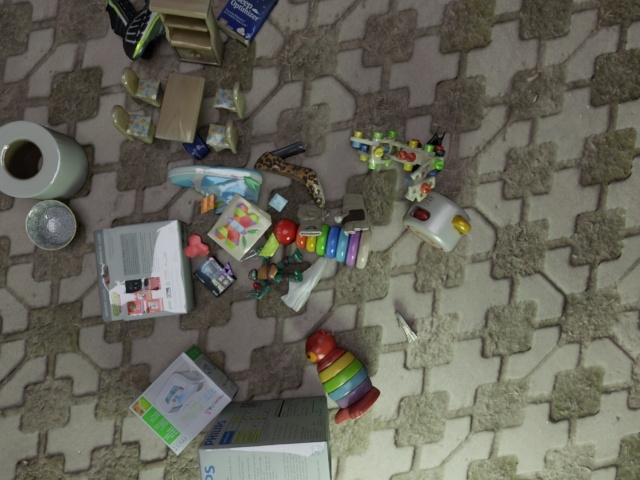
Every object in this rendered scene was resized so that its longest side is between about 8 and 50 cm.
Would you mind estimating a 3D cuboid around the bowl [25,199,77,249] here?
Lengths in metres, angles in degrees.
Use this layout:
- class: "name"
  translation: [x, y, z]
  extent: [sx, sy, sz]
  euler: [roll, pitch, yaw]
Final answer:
- class: "bowl"
  translation: [-0.903, -0.053, 1.480]
  extent: [0.170, 0.080, 0.169]
  euler: [0, 91, 0]

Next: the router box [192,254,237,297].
- class: "router box"
  translation: [-0.367, 0.125, 1.500]
  extent: [0.122, 0.038, 0.092]
  euler: [45, 92, -1]

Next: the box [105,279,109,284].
- class: "box"
  translation: [-0.672, 0.170, 1.509]
  extent: [0.094, 0.027, 0.137]
  euler: [-42, 91, 2]

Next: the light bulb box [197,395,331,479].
- class: "light bulb box"
  translation: [-0.150, 0.666, 1.353]
  extent: [0.362, 0.358, 0.225]
  euler: [-5, 89, 2]

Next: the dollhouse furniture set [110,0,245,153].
- class: "dollhouse furniture set"
  translation: [-0.430, -0.510, 1.340]
  extent: [0.363, 0.256, 0.393]
  euler: [8, 79, 0]

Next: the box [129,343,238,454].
- class: "box"
  translation: [-0.458, 0.535, 1.469]
  extent: [0.262, 0.127, 0.231]
  euler: [-45, 89, 0]

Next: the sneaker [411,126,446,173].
- class: "sneaker"
  translation: [0.367, -0.297, 1.460]
  extent: [0.051, 0.089, 0.170]
  euler: [29, 91, 0]

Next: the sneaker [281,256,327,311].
- class: "sneaker"
  translation: [-0.061, 0.135, 1.485]
  extent: [0.094, 0.080, 0.212]
  euler: [33, 92, 12]

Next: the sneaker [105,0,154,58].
- class: "sneaker"
  translation: [-0.657, -0.722, 1.478]
  extent: [0.097, 0.084, 0.234]
  euler: [-21, 96, 35]

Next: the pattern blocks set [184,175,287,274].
- class: "pattern blocks set"
  translation: [-0.265, -0.043, 1.392]
  extent: [0.286, 0.026, 0.324]
  euler: [26, 96, -3]

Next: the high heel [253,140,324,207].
- class: "high heel"
  translation: [-0.103, -0.197, 1.457]
  extent: [0.186, 0.093, 0.261]
  euler: [-23, 75, -5]

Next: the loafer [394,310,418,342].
- class: "loafer"
  translation: [0.291, 0.303, 1.499]
  extent: [0.039, 0.045, 0.125]
  euler: [-37, 94, 8]

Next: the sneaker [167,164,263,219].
- class: "sneaker"
  translation: [-0.360, -0.142, 1.452]
  extent: [0.320, 0.127, 0.208]
  euler: [4, 90, 1]

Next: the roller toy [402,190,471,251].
- class: "roller toy"
  translation: [0.382, -0.069, 1.411]
  extent: [0.191, 0.209, 0.146]
  euler: [36, 90, 5]

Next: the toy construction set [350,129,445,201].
- class: "toy construction set"
  translation: [0.264, -0.260, 1.375]
  extent: [0.215, 0.327, 0.151]
  euler: [-7, 131, -35]

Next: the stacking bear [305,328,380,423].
- class: "stacking bear"
  translation: [0.055, 0.436, 1.449]
  extent: [0.164, 0.175, 0.289]
  euler: [-29, 78, -39]

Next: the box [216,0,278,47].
- class: "box"
  translation: [-0.246, -0.798, 1.481]
  extent: [0.137, 0.036, 0.225]
  euler: [34, 90, 0]

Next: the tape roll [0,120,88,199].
- class: "tape roll"
  translation: [-0.934, -0.256, 1.431]
  extent: [0.247, 0.169, 0.245]
  euler: [0, 92, 1]

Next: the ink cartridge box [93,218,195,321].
- class: "ink cartridge box"
  translation: [-0.581, 0.100, 1.438]
  extent: [0.272, 0.130, 0.309]
  euler: [-6, 87, -4]

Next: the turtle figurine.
- class: "turtle figurine"
  translation: [-0.176, 0.105, 1.460]
  extent: [0.235, 0.118, 0.175]
  euler: [-12, 81, 18]

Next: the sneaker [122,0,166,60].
- class: "sneaker"
  translation: [-0.534, -0.711, 1.421]
  extent: [0.111, 0.121, 0.299]
  euler: [25, 81, 31]

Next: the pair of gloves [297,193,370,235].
- class: "pair of gloves"
  translation: [0.043, -0.080, 1.432]
  extent: [0.241, 0.204, 0.042]
  euler: [-5, 130, -3]

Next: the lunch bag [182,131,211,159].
- class: "lunch bag"
  translation: [-0.433, -0.327, 1.476]
  extent: [0.065, 0.067, 0.098]
  euler: [-37, 88, 0]

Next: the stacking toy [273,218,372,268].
- class: "stacking toy"
  translation: [0.000, 0.000, 1.456]
  extent: [0.331, 0.141, 0.141]
  euler: [10, 91, 5]
